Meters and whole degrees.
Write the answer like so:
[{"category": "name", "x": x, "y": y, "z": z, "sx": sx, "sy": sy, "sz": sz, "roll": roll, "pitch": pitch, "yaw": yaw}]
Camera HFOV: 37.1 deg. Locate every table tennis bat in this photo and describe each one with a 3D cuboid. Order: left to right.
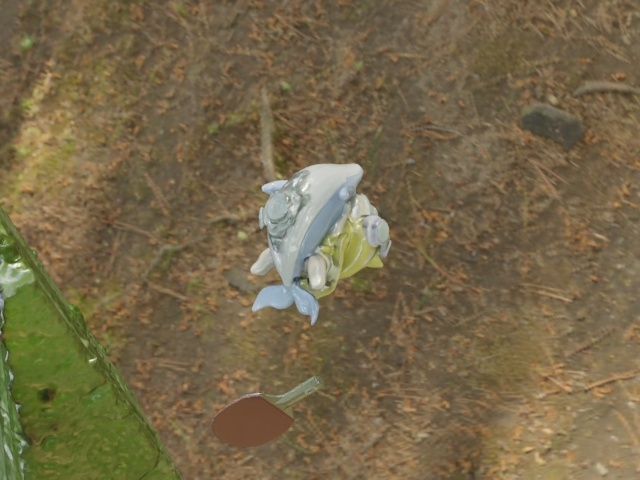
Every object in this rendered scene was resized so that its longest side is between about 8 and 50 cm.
[{"category": "table tennis bat", "x": -0.061, "y": 0.203, "z": 1.144, "sx": 0.156, "sy": 0.087, "sz": 0.013, "roll": -34, "pitch": 36, "yaw": 22}]

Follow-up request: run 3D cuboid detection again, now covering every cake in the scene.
[{"category": "cake", "x": -0.122, "y": 0.062, "z": 0.483, "sx": 0.100, "sy": 0.099, "sz": 0.235, "roll": 49, "pitch": 144, "yaw": 42}]

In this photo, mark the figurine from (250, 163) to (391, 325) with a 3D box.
[{"category": "figurine", "x": 0.000, "y": 0.000, "z": 1.104, "sx": 0.128, "sy": 0.184, "sz": 0.208, "roll": 11, "pitch": 70, "yaw": 40}]
